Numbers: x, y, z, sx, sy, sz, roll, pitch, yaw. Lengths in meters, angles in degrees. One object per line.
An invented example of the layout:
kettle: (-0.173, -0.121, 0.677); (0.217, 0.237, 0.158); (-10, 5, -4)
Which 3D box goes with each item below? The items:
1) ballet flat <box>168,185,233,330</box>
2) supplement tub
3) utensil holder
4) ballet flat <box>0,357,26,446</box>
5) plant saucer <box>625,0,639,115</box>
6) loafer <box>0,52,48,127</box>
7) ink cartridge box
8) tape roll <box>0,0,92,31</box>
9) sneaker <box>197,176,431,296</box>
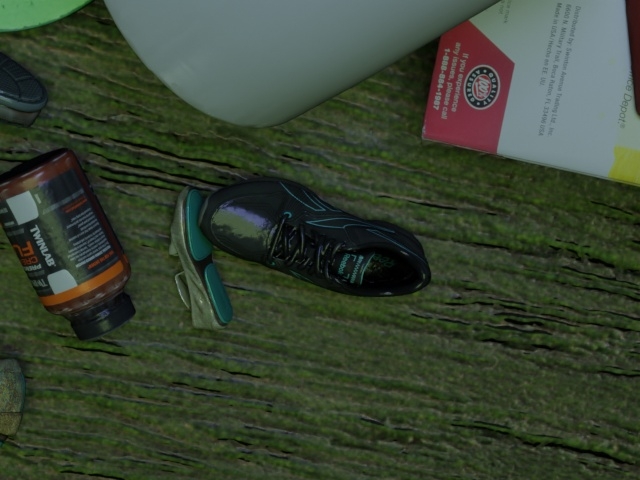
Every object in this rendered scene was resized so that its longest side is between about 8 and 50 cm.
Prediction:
ballet flat: (-0.144, 0.024, 1.400); (0.052, 0.057, 0.168); (-8, 103, 25)
supplement tub: (-0.272, 0.007, 1.354); (0.106, 0.106, 0.198); (-25, 104, 0)
utensil holder: (0.025, -0.316, 1.128); (0.385, 0.327, 0.327); (-27, 108, 39)
ballet flat: (-0.492, 0.134, 1.367); (0.348, 0.123, 0.123); (14, 101, -8)
plant saucer: (0.401, -0.249, 1.124); (0.259, 0.048, 0.258); (-5, 94, 19)
loafer: (-0.417, -0.179, 1.316); (0.267, 0.096, 0.084); (26, 119, -4)
ink cartridge box: (0.326, -0.199, 1.266); (0.384, 0.160, 0.279); (15, 101, 18)
tape roll: (-0.331, -0.375, 1.276); (0.321, 0.077, 0.321); (-1, 104, -6)
sneaker: (0.000, 0.000, 1.371); (0.267, 0.106, 0.101); (13, 102, -13)
